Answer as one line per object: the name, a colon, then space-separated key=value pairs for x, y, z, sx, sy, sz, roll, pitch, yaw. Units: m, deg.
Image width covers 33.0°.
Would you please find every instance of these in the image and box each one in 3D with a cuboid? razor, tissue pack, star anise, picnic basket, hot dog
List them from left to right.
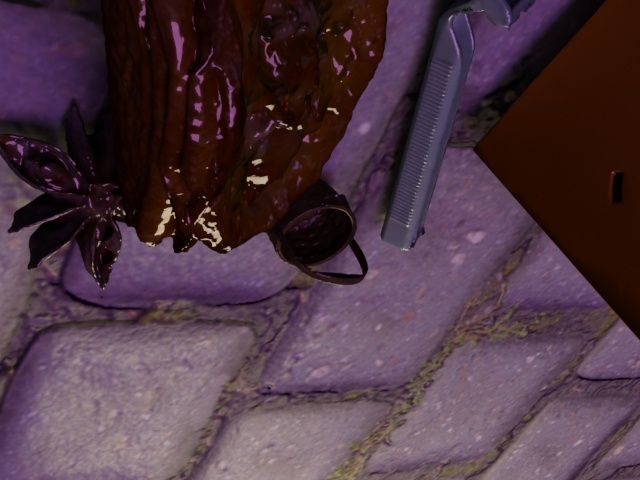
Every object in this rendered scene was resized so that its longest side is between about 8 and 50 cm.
star anise: x=-0.156 y=-0.038 z=0.673 sx=0.129 sy=0.056 sz=0.124 roll=29 pitch=89 yaw=-45
hot dog: x=-0.046 y=-0.117 z=0.583 sx=0.196 sy=0.122 sz=0.272 roll=-47 pitch=156 yaw=-42
picnic basket: x=0.000 y=0.000 z=0.795 sx=0.072 sy=0.083 sz=0.072 roll=-18 pitch=142 yaw=-15
razor: x=0.089 y=-0.097 z=0.779 sx=0.111 sy=0.056 sz=0.278 roll=-49 pitch=167 yaw=-42
tissue pack: x=0.283 y=-0.035 z=0.775 sx=0.145 sy=0.274 sz=0.194 roll=2 pitch=135 yaw=-53
